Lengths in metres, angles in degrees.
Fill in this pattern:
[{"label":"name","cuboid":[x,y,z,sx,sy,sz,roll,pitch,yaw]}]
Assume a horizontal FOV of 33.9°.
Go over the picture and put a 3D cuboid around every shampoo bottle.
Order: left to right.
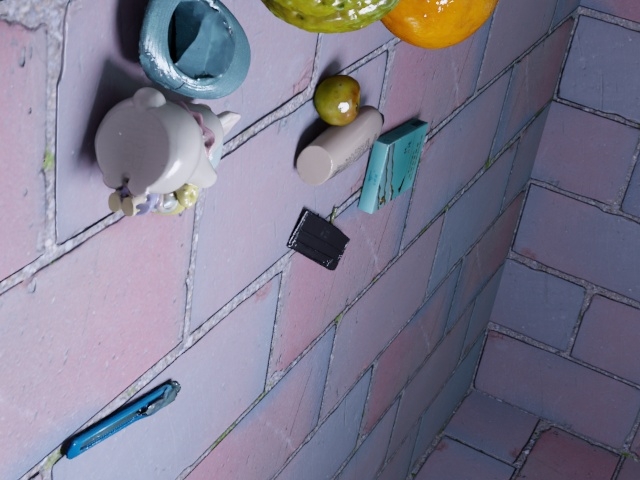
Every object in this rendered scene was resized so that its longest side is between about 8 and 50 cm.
[{"label":"shampoo bottle","cuboid":[0.047,-0.180,1.900,0.257,0.078,0.127,-39,166,-53]}]

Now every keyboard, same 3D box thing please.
[{"label":"keyboard","cuboid":[0.000,0.000,2.052,0.087,0.017,0.250,-65,156,-2]}]

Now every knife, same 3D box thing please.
[{"label":"knife","cuboid":[-0.290,0.269,1.589,0.044,0.026,0.296,-63,164,23]}]

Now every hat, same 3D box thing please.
[{"label":"hat","cuboid":[-0.171,-0.247,1.283,0.191,0.078,0.138,32,72,-51]}]

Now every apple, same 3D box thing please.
[{"label":"apple","cuboid":[0.033,-0.243,1.810,0.089,0.074,0.089,-55,157,-38]}]

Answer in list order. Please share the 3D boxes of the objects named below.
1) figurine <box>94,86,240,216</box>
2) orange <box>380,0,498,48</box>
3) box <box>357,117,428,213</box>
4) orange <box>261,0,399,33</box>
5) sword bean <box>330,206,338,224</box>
[{"label":"figurine","cuboid":[-0.180,-0.110,1.328,0.235,0.127,0.155,-13,105,-70]},{"label":"orange","cuboid":[0.198,-0.470,1.785,0.284,0.226,0.284,-49,147,-48]},{"label":"box","cuboid":[0.160,-0.164,2.277,0.229,0.041,0.162,-33,141,-58]},{"label":"orange","cuboid":[0.037,-0.424,1.417,0.301,0.223,0.300,-66,166,-8]},{"label":"sword bean","cuboid":[0.022,-0.031,2.105,0.012,0.012,0.083,-36,145,-56]}]
